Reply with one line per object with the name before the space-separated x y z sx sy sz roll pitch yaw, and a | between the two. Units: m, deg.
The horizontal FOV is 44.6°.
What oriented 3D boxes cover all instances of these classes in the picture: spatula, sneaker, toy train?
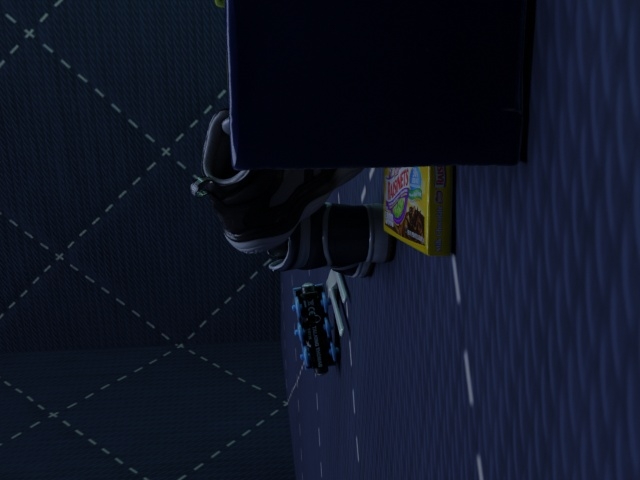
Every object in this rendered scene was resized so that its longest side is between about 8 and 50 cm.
spatula | 0.034 0.066 1.449 0.242 0.019 0.168 -107 22 -65
sneaker | 0.000 0.000 1.068 0.282 0.153 0.099 134 134 -81
toy train | -0.012 0.173 1.552 0.105 0.080 0.184 -169 70 -88
sneaker | -0.031 -0.115 0.893 0.101 0.268 0.153 38 172 36

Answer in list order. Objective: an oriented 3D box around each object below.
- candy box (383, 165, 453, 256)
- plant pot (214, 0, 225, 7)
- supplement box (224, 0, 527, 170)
candy box | 0.093 -0.049 0.776 0.206 0.027 0.105 -134 46 -81
plant pot | -0.103 -0.626 1.599 0.228 0.227 0.207 95 177 -51
supplement box | 0.019 -0.181 0.644 0.356 0.195 0.194 -115 24 -73
